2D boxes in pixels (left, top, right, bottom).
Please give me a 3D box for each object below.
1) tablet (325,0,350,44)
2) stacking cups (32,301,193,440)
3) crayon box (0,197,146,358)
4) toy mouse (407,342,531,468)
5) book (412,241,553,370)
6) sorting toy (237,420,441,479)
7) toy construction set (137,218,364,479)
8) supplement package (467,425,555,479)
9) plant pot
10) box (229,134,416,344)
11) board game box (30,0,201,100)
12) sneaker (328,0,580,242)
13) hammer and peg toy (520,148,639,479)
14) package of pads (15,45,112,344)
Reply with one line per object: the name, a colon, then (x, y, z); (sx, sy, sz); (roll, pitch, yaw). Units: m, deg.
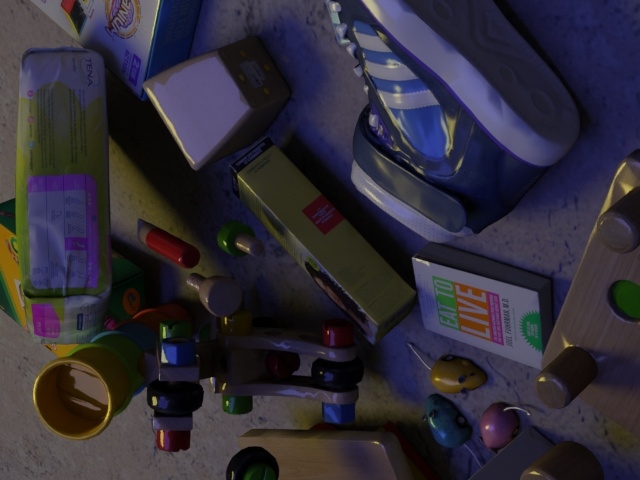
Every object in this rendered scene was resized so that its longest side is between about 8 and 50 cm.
tablet: (0.026, -0.231, 1.226); (0.054, 0.006, 0.083); (0, 115, 46)
stacking cups: (-0.225, 0.133, 1.500); (0.096, 0.316, 0.096); (4, 104, 14)
crayon box: (-0.343, 0.067, 1.721); (0.278, 0.081, 0.165); (30, 133, 39)
toy mouse: (0.155, 0.193, 1.344); (0.161, 0.031, 0.143); (13, 123, 41)
book: (0.163, 0.065, 1.258); (0.144, 0.035, 0.096); (17, 129, 37)
sorting toy: (0.056, 0.322, 1.485); (0.257, 0.089, 0.255); (-8, 108, 49)
toy construction set: (-0.124, 0.103, 1.405); (0.237, 0.257, 0.309); (24, 140, 57)
supplement package: (0.185, 0.346, 1.228); (0.204, 0.262, 0.145); (38, 136, 24)
plant pot: (-0.098, -0.154, 1.336); (0.096, 0.109, 0.109); (-31, 90, 38)
box: (0.000, 0.000, 1.339); (0.232, 0.058, 0.087); (47, 166, 15)
board game box: (-0.259, -0.342, 1.405); (0.316, 0.064, 0.242); (42, 138, 19)
sneaker: (0.059, -0.142, 1.149); (0.323, 0.130, 0.236); (50, 136, 2)
hammer and peg toy: (0.315, 0.127, 1.061); (0.266, 0.127, 0.361); (33, 135, 25)
package of pads: (-0.294, -0.048, 1.451); (0.229, 0.101, 0.296); (124, 143, -70)
